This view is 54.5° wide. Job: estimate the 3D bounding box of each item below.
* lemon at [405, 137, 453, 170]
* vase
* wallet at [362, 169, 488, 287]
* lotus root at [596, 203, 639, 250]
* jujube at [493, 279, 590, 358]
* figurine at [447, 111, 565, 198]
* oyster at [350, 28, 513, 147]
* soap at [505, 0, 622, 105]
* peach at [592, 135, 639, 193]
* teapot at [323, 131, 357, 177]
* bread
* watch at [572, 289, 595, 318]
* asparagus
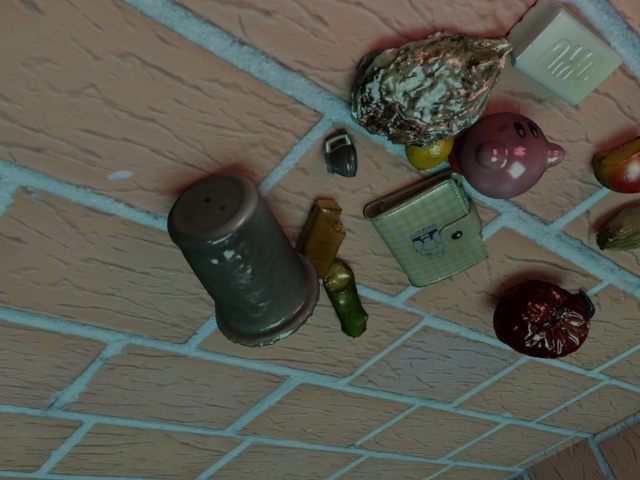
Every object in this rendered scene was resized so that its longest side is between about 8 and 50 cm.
[{"bbox_3d":[0.208,-0.182,1.181,0.082,0.082,0.111,8,142,-28],"label":"lemon"},{"bbox_3d":[-0.154,0.034,1.200,0.244,0.245,0.291,-21,137,5],"label":"vase"},{"bbox_3d":[0.252,-0.019,1.408,0.223,0.077,0.309,-23,140,13],"label":"wallet"},{"bbox_3d":[0.767,-0.031,1.574,0.144,0.070,0.143,-13,148,-10],"label":"lotus root"},{"bbox_3d":[0.599,0.215,1.704,0.232,0.213,0.213,18,133,-14],"label":"jujube"},{"bbox_3d":[0.351,-0.162,1.187,0.173,0.173,0.173,-10,141,-8],"label":"figurine"},{"bbox_3d":[0.188,-0.261,1.073,0.267,0.112,0.199,-1,119,-6],"label":"oyster"},{"bbox_3d":[0.422,-0.330,1.091,0.198,0.067,0.119,17,129,-35],"label":"soap"},{"bbox_3d":[0.676,-0.157,1.365,0.151,0.151,0.119,-24,97,9],"label":"peach"},{"bbox_3d":[0.037,-0.160,1.171,0.056,0.066,0.088,-4,121,12],"label":"teapot"},{"bbox_3d":[0.000,0.000,1.353,0.088,0.049,0.226,3,137,-22],"label":"bread"},{"bbox_3d":[0.736,0.229,1.882,0.192,0.068,0.206,-2,143,-22],"label":"watch"},{"bbox_3d":[0.069,0.169,1.560,0.082,0.085,0.343,-36,142,-14],"label":"asparagus"}]
